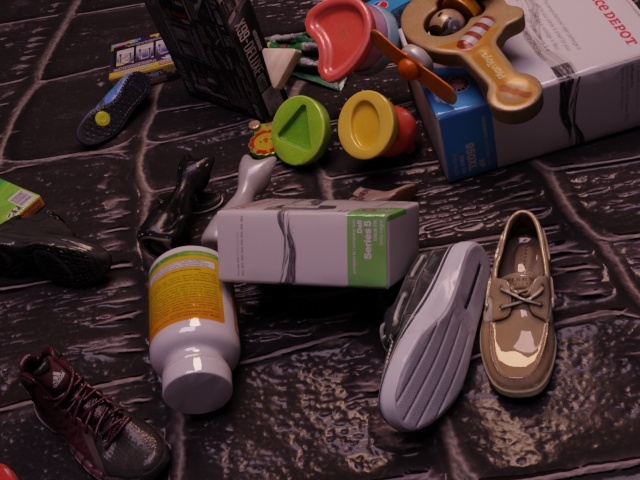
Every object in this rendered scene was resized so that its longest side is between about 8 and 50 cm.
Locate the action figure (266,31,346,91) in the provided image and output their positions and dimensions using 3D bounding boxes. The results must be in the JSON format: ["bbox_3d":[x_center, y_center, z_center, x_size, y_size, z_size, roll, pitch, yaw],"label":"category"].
[{"bbox_3d":[-0.050,-0.390,1.865,0.232,0.137,0.063,12,8,38],"label":"action figure"}]

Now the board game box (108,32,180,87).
[{"bbox_3d":[-0.390,-0.409,2.024,0.170,0.048,0.141,-13,46,4],"label":"board game box"}]

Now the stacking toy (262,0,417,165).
[{"bbox_3d":[0.043,-0.278,1.664,0.280,0.130,0.308,-15,80,39],"label":"stacking toy"}]

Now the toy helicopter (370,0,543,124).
[{"bbox_3d":[0.232,-0.299,1.427,0.235,0.140,0.355,-25,48,-2],"label":"toy helicopter"}]

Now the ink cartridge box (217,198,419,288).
[{"bbox_3d":[0.000,0.000,1.388,0.273,0.114,0.198,2,8,19],"label":"ink cartridge box"}]

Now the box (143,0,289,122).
[{"bbox_3d":[-0.215,-0.396,1.770,0.242,0.307,0.076,24,61,35],"label":"box"}]

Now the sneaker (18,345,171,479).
[{"bbox_3d":[-0.348,0.245,1.283,0.281,0.162,0.106,20,55,33],"label":"sneaker"}]

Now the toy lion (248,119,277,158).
[{"bbox_3d":[-0.094,-0.201,1.741,0.100,0.034,0.096,-20,51,-3],"label":"toy lion"}]

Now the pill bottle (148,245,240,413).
[{"bbox_3d":[-0.194,0.137,1.360,0.136,0.136,0.245,-15,44,3],"label":"pill bottle"}]

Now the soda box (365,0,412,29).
[{"bbox_3d":[0.101,-0.457,1.902,0.210,0.067,0.071,-31,46,-13],"label":"soda box"}]

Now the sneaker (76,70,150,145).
[{"bbox_3d":[-0.447,-0.278,1.912,0.209,0.069,0.082,-53,21,-20],"label":"sneaker"}]

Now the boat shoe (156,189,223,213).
[{"bbox_3d":[-0.244,-0.077,1.657,0.125,0.038,0.046,-3,46,15],"label":"boat shoe"}]

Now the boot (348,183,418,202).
[{"bbox_3d":[0.100,-0.074,1.547,0.118,0.042,0.087,-34,38,-26],"label":"boot"}]

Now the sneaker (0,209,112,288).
[{"bbox_3d":[-0.490,0.002,1.615,0.286,0.109,0.130,10,44,23],"label":"sneaker"}]

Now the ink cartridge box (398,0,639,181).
[{"bbox_3d":[0.369,-0.299,1.591,0.395,0.166,0.285,-16,45,3],"label":"ink cartridge box"}]

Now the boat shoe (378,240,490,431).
[{"bbox_3d":[0.148,0.138,1.286,0.119,0.121,0.335,-11,33,40],"label":"boat shoe"}]

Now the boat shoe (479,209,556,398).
[{"bbox_3d":[0.286,0.085,1.287,0.109,0.098,0.302,0,47,18],"label":"boat shoe"}]

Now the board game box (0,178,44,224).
[{"bbox_3d":[-0.687,-0.078,1.800,0.259,0.039,0.124,22,56,30],"label":"board game box"}]

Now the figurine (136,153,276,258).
[{"bbox_3d":[-0.189,-0.068,1.558,0.215,0.092,0.209,3,58,26],"label":"figurine"}]

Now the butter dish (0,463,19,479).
[{"bbox_3d":[-0.432,0.376,1.213,0.118,0.160,0.160,-14,40,-30],"label":"butter dish"}]
